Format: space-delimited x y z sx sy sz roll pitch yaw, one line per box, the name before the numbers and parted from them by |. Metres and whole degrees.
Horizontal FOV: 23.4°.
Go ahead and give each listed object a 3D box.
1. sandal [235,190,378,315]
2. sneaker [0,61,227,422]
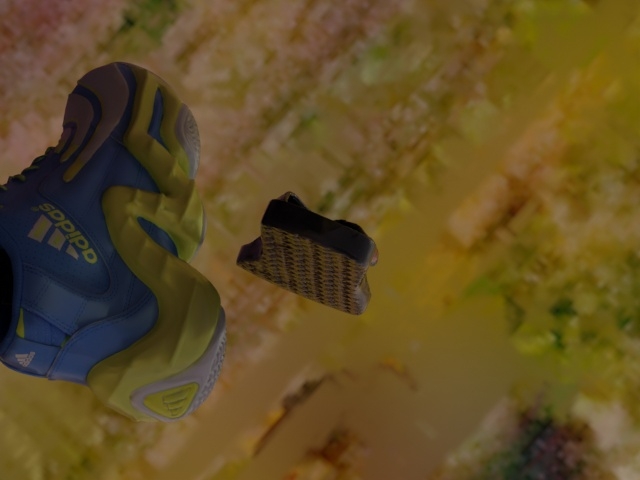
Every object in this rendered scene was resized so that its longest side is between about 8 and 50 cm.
sandal | 0.000 0.000 0.714 0.179 0.067 0.040 121 -10 -78
sneaker | -0.123 -0.019 0.746 0.091 0.126 0.240 -60 -147 28
